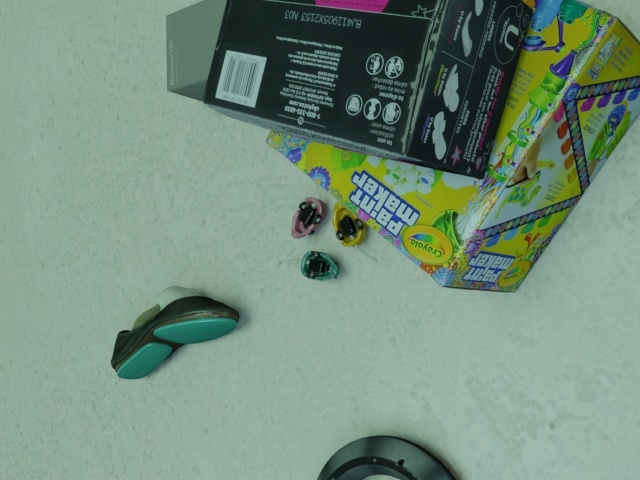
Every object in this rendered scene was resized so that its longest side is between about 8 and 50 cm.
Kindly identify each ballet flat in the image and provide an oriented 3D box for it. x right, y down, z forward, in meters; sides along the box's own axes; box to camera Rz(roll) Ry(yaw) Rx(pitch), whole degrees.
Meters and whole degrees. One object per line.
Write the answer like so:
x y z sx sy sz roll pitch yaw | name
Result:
-0.234 0.127 1.091 0.280 0.095 0.096 -29 56 33 | ballet flat

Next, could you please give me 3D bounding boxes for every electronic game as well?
0.080 0.346 0.836 0.229 0.048 0.229 -5 82 37 | electronic game

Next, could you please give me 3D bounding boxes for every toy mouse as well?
0.000 0.000 0.953 0.143 0.031 0.161 -38 62 29 | toy mouse

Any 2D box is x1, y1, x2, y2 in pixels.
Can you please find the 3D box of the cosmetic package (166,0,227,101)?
-0.114 -0.288 1.035 0.238 0.107 0.127 -7 83 35 | cosmetic package

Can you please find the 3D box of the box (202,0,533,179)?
0.037 -0.163 0.648 0.247 0.142 0.163 21 100 39 | box

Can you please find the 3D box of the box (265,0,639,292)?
0.140 -0.141 0.765 0.290 0.177 0.279 42 110 33 | box
